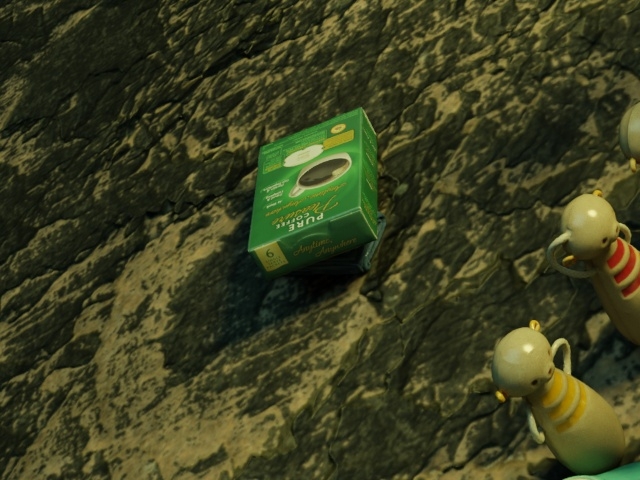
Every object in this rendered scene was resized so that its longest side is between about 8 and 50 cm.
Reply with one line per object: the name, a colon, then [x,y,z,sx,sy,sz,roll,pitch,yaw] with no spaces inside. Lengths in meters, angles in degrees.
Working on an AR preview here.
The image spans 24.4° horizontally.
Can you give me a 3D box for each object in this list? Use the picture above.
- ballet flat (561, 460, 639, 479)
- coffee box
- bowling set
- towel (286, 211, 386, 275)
ballet flat: [0.136,0.218,1.008,0.247,0.087,0.083,-35,40,8]
coffee box: [-0.005,-0.045,1.352,0.113,0.040,0.184,-21,30,14]
bowling set: [0.263,0.027,1.021,0.200,0.154,0.287,2,57,40]
towel: [0.000,0.000,1.356,0.119,0.029,0.067,-3,53,38]
